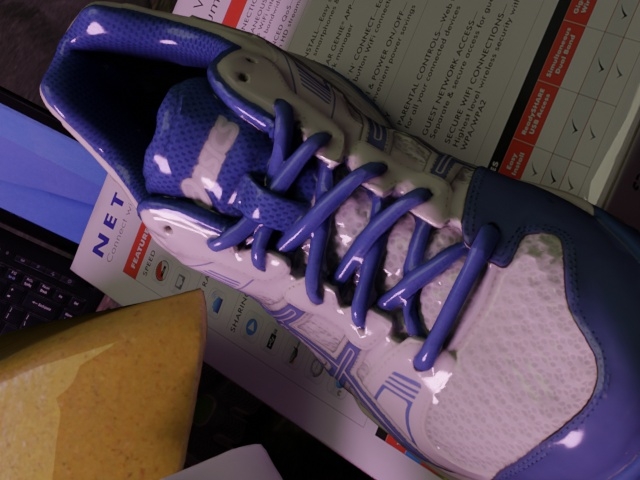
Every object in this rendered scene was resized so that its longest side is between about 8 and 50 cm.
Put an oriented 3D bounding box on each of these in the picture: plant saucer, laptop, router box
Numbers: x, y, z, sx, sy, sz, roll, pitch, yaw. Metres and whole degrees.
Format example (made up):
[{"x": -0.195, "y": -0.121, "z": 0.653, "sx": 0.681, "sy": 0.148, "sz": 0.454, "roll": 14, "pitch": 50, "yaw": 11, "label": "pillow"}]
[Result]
[{"x": -0.160, "y": 0.185, "z": 0.723, "sx": 0.333, "sy": 0.081, "sz": 0.332, "roll": 166, "pitch": 116, "yaw": -68, "label": "plant saucer"}, {"x": -0.231, "y": 0.028, "z": 1.017, "sx": 0.264, "sy": 0.234, "sz": 0.136, "roll": -60, "pitch": 28, "yaw": 5, "label": "laptop"}, {"x": 0.054, "y": -0.082, "z": 0.698, "sx": 0.301, "sy": 0.082, "sz": 0.335, "roll": 29, "pitch": 98, "yaw": 48, "label": "router box"}]

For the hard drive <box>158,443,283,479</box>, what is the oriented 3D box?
[{"x": -0.037, "y": 0.224, "z": 0.476, "sx": 0.307, "sy": 0.203, "sz": 0.040, "roll": 57, "pitch": 155, "yaw": 29, "label": "hard drive"}]

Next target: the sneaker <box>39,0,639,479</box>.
[{"x": 0.000, "y": 0.000, "z": 0.566, "sx": 0.296, "sy": 0.131, "sz": 0.111, "roll": 32, "pitch": 98, "yaw": 46, "label": "sneaker"}]

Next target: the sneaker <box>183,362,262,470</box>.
[{"x": -0.096, "y": 0.099, "z": 0.911, "sx": 0.228, "sy": 0.086, "sz": 0.132, "roll": -55, "pitch": 23, "yaw": -5, "label": "sneaker"}]
